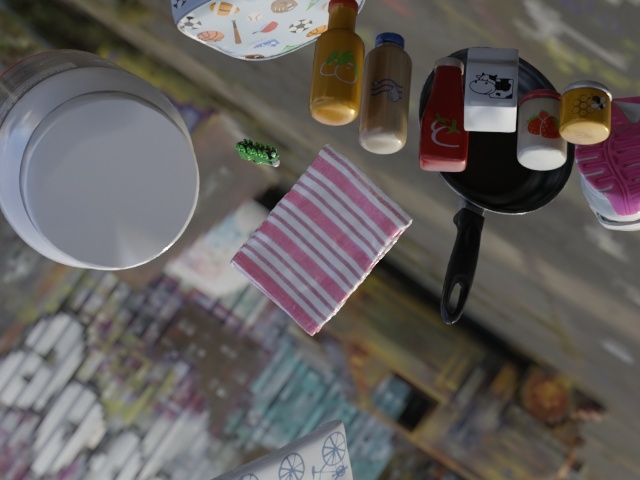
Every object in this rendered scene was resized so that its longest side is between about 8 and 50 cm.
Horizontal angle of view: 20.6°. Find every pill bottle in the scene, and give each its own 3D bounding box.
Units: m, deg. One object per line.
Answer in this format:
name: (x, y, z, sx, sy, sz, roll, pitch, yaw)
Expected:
pill bottle: (-0.248, -0.085, 1.859, 0.210, 0.210, 0.363, 37, 179, -20)

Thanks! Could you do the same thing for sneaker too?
sneaker: (0.299, -0.058, 1.658, 0.103, 0.111, 0.252, -4, -162, 15)

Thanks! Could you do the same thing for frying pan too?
frying pan: (0.195, -0.057, 1.923, 0.197, 0.326, 0.053, 4, 161, -24)

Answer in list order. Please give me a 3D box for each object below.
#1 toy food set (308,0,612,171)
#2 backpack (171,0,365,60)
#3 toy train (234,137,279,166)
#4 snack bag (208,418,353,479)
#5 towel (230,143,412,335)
toy food set: (0.113, -0.125, 1.393, 0.232, 0.104, 0.111, 2, 155, 7)
backpack: (-0.054, -0.322, 1.907, 0.263, 0.277, 0.213, 8, -114, -62)
toy train: (-0.069, -0.096, 1.945, 0.083, 0.017, 0.023, 20, 138, 58)
snack bag: (-0.091, 0.362, 1.589, 0.037, 0.343, 0.323, 15, 118, 53)
towel: (0.000, 0.000, 2.149, 0.144, 0.197, 0.029, 41, -168, 5)
